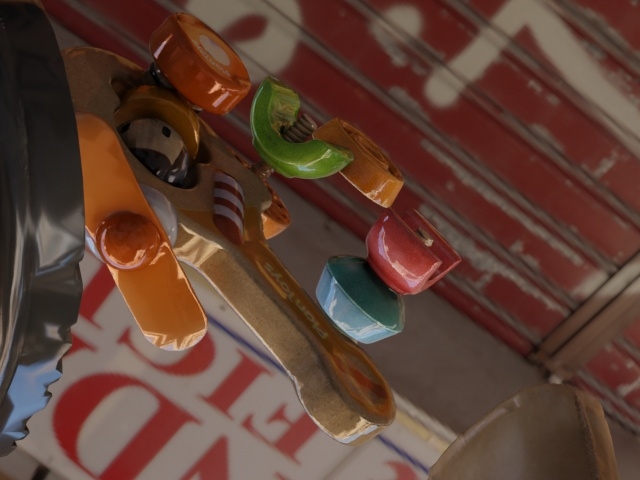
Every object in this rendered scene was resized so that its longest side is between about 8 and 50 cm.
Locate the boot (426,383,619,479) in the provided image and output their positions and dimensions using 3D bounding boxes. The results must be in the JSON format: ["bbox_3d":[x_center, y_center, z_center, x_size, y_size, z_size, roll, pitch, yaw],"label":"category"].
[{"bbox_3d":[0.078,0.238,0.527,0.089,0.236,0.269,23,-142,-26],"label":"boot"}]

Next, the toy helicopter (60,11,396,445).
[{"bbox_3d":[-0.074,0.004,0.829,0.355,0.140,0.235,50,-161,2],"label":"toy helicopter"}]

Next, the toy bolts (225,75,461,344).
[{"bbox_3d":[0.000,0.000,1.034,0.228,0.158,0.218,49,-165,19],"label":"toy bolts"}]

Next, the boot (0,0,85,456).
[{"bbox_3d":[-0.244,0.047,0.354,0.260,0.348,0.131,-2,-122,-42],"label":"boot"}]
